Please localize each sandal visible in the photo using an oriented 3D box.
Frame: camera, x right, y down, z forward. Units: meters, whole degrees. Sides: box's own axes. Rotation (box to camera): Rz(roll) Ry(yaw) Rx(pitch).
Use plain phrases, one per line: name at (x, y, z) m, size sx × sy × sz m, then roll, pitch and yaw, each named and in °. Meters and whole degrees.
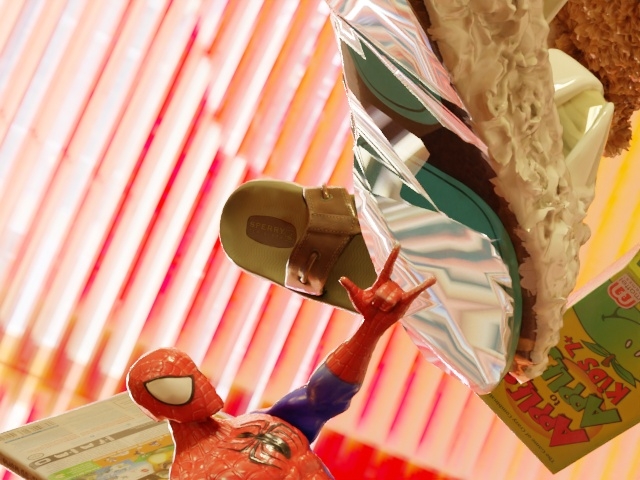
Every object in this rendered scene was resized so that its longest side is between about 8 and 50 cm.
sandal at (-0.001, 0.001, 1.276) m, size 0.303 × 0.086 × 0.120 m, roll 4°, pitch -96°, yaw 47°

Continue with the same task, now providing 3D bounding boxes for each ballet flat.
ballet flat at (0.082, -0.079, 0.710) m, size 0.409 × 0.147 × 0.147 m, roll 72°, pitch 23°, yaw -48°

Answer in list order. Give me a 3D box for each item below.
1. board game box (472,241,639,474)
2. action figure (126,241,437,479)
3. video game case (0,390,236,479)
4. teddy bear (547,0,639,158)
board game box at (0.190, 0.082, 0.998) m, size 0.043 × 0.092 × 0.181 m, roll -43°, pitch 179°, yaw -44°
action figure at (0.046, 0.120, 0.571) m, size 0.139 × 0.280 × 0.091 m, roll -54°, pitch 175°, yaw 38°
video game case at (-0.097, 0.121, 0.823) m, size 0.166 × 0.119 × 0.015 m, roll 15°, pitch -66°, yaw 50°
teddy bear at (0.210, -0.158, 0.915) m, size 0.113 × 0.245 × 0.338 m, roll -38°, pitch -159°, yaw -27°
